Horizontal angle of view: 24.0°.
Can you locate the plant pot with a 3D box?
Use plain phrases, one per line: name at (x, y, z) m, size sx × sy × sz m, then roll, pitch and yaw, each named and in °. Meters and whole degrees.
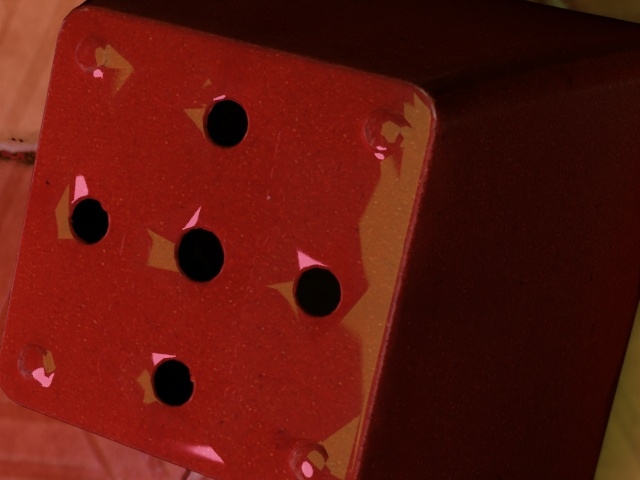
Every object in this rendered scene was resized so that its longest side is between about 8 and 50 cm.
plant pot at (0.000, 0.000, 0.721) m, size 0.267 × 0.236 × 0.267 m, roll 16°, pitch 100°, yaw 23°
